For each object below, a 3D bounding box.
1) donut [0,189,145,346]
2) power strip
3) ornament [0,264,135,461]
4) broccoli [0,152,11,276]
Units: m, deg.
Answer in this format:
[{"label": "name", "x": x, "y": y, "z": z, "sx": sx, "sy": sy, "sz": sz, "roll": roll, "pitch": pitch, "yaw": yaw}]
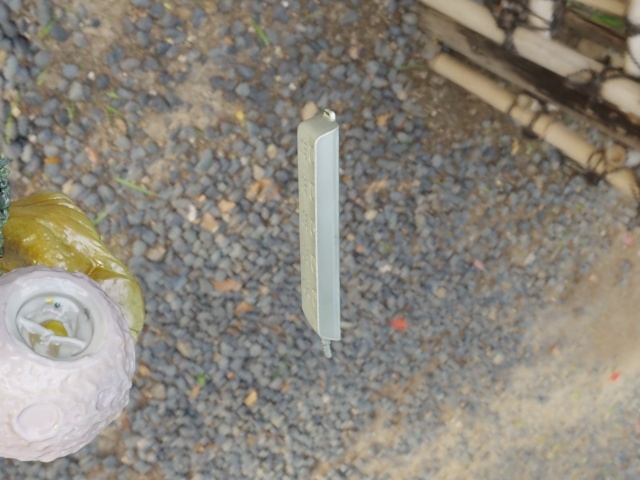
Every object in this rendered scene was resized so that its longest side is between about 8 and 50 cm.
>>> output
[{"label": "donut", "x": -0.445, "y": 0.097, "z": 1.571, "sx": 0.170, "sy": 0.360, "sz": 0.360, "roll": -22, "pitch": 133, "yaw": -48}, {"label": "power strip", "x": 0.000, "y": 0.000, "z": 0.927, "sx": 0.027, "sy": 0.060, "sz": 0.252, "roll": -7, "pitch": 112, "yaw": -16}, {"label": "ornament", "x": -0.377, "y": 0.165, "z": 1.285, "sx": 0.259, "sy": 0.259, "sz": 0.225, "roll": -5, "pitch": 145, "yaw": -39}, {"label": "broccoli", "x": -0.490, "y": 0.004, "z": 0.997, "sx": 0.348, "sy": 0.281, "sz": 0.293, "roll": -24, "pitch": 129, "yaw": -67}]
